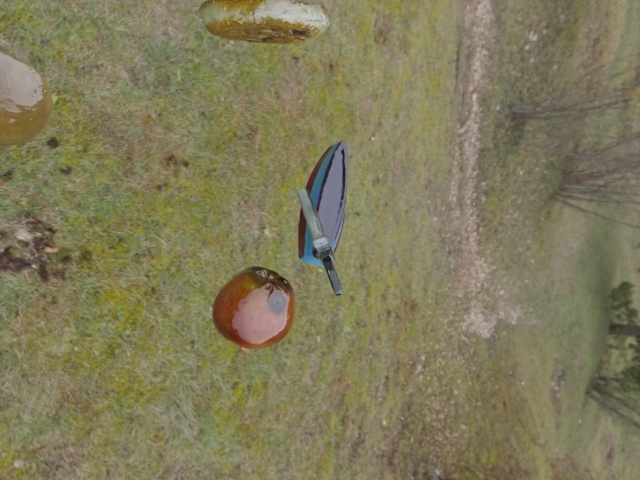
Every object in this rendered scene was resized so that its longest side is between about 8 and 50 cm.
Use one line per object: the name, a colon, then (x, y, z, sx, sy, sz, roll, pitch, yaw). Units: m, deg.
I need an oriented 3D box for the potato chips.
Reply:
potato chips: (-0.572, -0.239, 0.842, 0.150, 0.202, 0.049, 24, 40, -42)

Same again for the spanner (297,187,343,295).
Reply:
spanner: (0.000, 0.000, 1.120, 0.040, 0.324, 0.095, -21, 139, 2)

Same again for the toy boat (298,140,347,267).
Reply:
toy boat: (0.021, -0.118, 1.309, 0.136, 0.079, 0.392, 19, 67, -20)

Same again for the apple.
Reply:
apple: (-0.182, 0.180, 1.291, 0.230, 0.230, 0.229, -5, 98, -42)

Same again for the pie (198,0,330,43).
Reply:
pie: (-0.128, -0.527, 1.120, 0.315, 0.315, 0.092, -15, 114, -41)
